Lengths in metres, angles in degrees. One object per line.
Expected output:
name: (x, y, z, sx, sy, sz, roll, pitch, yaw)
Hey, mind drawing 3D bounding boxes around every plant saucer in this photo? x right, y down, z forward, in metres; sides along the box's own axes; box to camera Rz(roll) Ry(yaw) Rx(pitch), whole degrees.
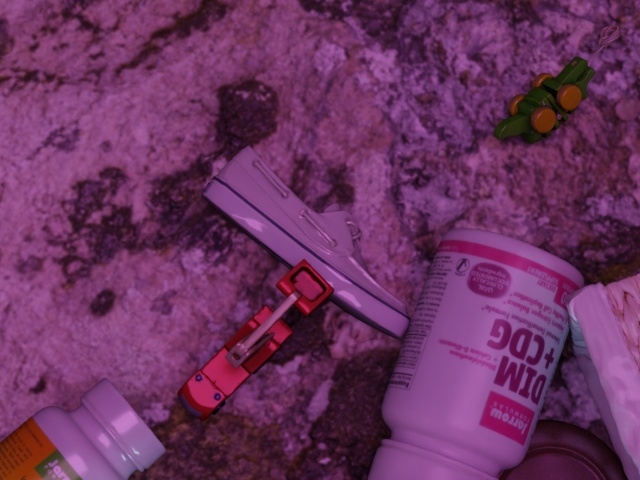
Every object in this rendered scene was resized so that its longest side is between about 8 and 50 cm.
plant saucer: (0.246, 0.291, 1.886, 0.199, 0.036, 0.198, 1, 80, -3)

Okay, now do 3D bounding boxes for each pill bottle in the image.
pill bottle: (-0.283, 0.257, 1.801, 0.246, 0.136, 0.136, -40, 85, -9)
pill bottle: (0.159, 0.143, 1.841, 0.160, 0.160, 0.283, 20, 80, -1)

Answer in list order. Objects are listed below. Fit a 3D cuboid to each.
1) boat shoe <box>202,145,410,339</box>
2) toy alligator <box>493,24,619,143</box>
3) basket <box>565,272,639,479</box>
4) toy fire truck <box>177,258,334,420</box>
boat shoe: (0.000, 0.000, 1.891, 0.267, 0.096, 0.088, 37, 85, 11)
toy alligator: (0.272, -0.163, 1.958, 0.190, 0.056, 0.051, -41, 128, -10)
basket: (0.423, 0.179, 1.739, 0.266, 0.331, 0.328, -22, 75, 2)
toy fire truck: (-0.072, 0.109, 1.842, 0.192, 0.135, 0.047, -44, 86, -10)
